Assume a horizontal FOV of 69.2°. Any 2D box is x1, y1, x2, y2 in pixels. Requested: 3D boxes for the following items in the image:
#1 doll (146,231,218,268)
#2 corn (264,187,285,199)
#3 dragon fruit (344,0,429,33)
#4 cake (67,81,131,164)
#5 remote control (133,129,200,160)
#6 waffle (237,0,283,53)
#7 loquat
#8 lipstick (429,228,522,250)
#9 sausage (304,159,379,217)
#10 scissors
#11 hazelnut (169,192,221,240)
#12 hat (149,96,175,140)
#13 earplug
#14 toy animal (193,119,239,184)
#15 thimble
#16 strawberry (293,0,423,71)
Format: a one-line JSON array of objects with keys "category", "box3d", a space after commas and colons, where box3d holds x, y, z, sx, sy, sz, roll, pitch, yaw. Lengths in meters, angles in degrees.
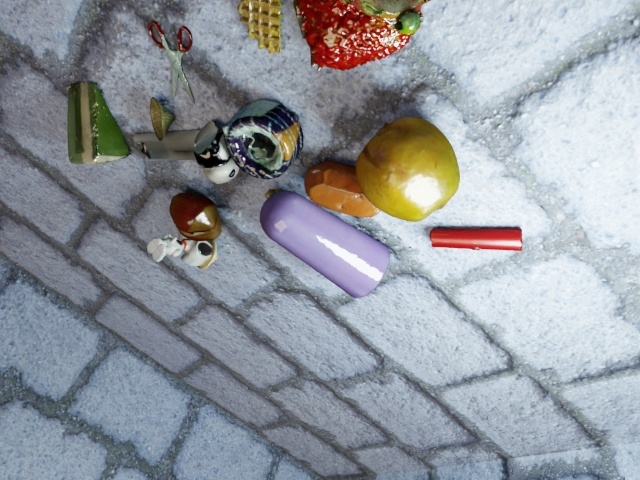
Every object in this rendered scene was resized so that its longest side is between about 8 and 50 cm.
[{"category": "doll", "box3d": [-0.542, 0.046, 1.854, 0.208, 0.271, 0.144, 47, 116, -3]}, {"category": "corn", "box3d": [-0.088, -0.060, 1.662, 0.119, 0.119, 0.322, -23, 123, 38]}, {"category": "dragon fruit", "box3d": [0.157, -0.598, 0.995, 0.269, 0.130, 0.295, -11, 113, -6]}, {"category": "cake", "box3d": [-0.828, -0.397, 1.642, 0.158, 0.172, 0.283, 4, 130, 18]}, {"category": "remote control", "box3d": [-0.532, -0.327, 1.652, 0.313, 0.055, 0.109, 2, 131, 23]}, {"category": "waffle", "box3d": [-0.138, -0.597, 1.236, 0.161, 0.046, 0.192, -12, 125, 33]}, {"category": "loquat", "box3d": [0.246, -0.193, 1.275, 0.284, 0.276, 0.276, 47, 133, -7]}, {"category": "lipstick", "box3d": [0.494, -0.005, 1.484, 0.280, 0.073, 0.073, 1, 131, 24]}, {"category": "sausage", "box3d": [0.074, -0.164, 1.472, 0.268, 0.141, 0.153, 18, 135, 9]}, {"category": "scissors", "box3d": [-0.448, -0.545, 1.444, 0.144, 0.017, 0.247, 14, 136, 12]}, {"category": "hazelnut", "box3d": [-0.482, -0.085, 1.767, 0.181, 0.181, 0.212, -9, 140, 2]}, {"category": "hat", "box3d": [-0.523, -0.413, 1.571, 0.146, 0.067, 0.146, 33, 130, 50]}, {"category": "earplug", "box3d": [0.000, 0.000, 1.545, 0.456, 0.215, 0.215, 33, 136, -23]}, {"category": "toy animal", "box3d": [-0.337, -0.284, 1.551, 0.138, 0.166, 0.179, 0, 141, 26]}, {"category": "thimble", "box3d": [-0.179, -0.315, 1.442, 0.237, 0.150, 0.237, 14, 135, 14]}, {"category": "strawberry", "box3d": [0.081, -0.535, 1.135, 0.306, 0.137, 0.233, -4, 127, 29]}]
